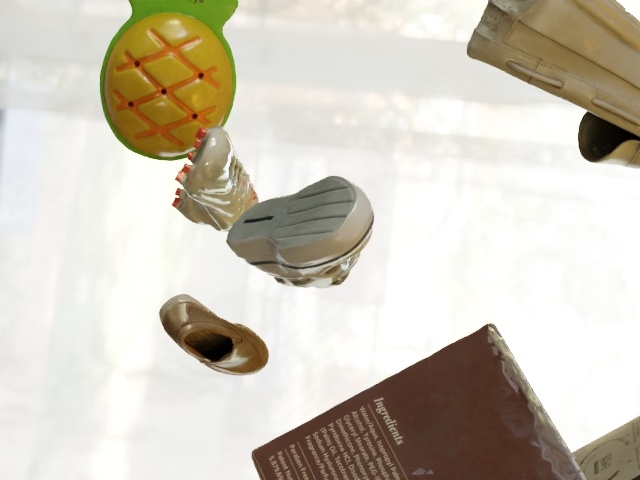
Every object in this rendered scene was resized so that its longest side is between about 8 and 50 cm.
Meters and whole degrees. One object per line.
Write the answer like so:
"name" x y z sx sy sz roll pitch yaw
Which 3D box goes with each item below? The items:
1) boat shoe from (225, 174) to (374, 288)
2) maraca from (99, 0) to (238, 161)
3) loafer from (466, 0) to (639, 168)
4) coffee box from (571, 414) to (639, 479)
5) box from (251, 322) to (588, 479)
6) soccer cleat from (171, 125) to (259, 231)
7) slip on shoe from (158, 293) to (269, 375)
"boat shoe" 0.000 0.000 1.378 0.083 0.076 0.226 -52 -162 -13
"maraca" -0.139 -0.165 1.553 0.099 0.127 0.186 -104 -157 -76
"loafer" 0.252 -0.104 1.340 0.111 0.319 0.112 -52 -160 10
"coffee box" 0.274 0.298 1.607 0.168 0.297 0.119 46 29 -17
"box" 0.088 0.204 1.207 0.167 0.203 0.168 62 1 41
"soccer cleat" -0.088 -0.052 1.508 0.196 0.076 0.068 120 -6 -75
"slip on shoe" -0.087 0.091 1.455 0.135 0.051 0.041 43 10 -48
